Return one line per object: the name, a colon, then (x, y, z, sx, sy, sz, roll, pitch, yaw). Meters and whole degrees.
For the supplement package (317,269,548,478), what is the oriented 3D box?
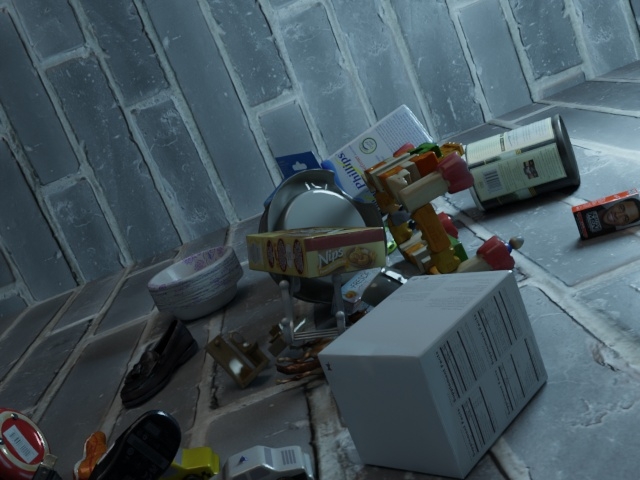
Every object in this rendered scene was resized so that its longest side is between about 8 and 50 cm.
supplement package: (0.176, 0.193, 1.208, 0.199, 0.198, 0.263, -7, 20, 46)

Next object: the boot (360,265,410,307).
boot: (0.209, 0.111, 1.532, 0.209, 0.076, 0.190, 26, 39, 27)

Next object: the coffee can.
coffee can: (0.552, -0.211, 2.189, 0.276, 0.201, 0.201, -16, 14, 23)

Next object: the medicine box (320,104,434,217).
medicine box: (0.182, -0.202, 2.245, 0.289, 0.149, 0.263, -36, -22, 5)

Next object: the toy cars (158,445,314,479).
toy cars: (-0.191, 0.381, 1.299, 0.394, 0.087, 0.176, -12, 17, 37)

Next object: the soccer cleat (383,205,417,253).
soccer cleat: (0.184, -0.006, 2.281, 0.289, 0.093, 0.121, -37, -11, -35)

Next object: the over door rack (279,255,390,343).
over door rack: (0.038, 0.103, 1.691, 0.240, 0.108, 0.324, -6, 20, 3)

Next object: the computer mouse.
computer mouse: (-0.347, 0.363, 1.239, 0.060, 0.184, 0.262, -11, 45, 55)

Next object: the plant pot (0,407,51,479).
plant pot: (-0.627, 0.427, 1.513, 0.174, 0.191, 0.191, -37, 11, 9)

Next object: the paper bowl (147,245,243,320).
paper bowl: (-0.369, 0.139, 2.406, 0.284, 0.148, 0.284, -20, 13, 5)

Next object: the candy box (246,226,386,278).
candy box: (-0.018, 0.020, 1.710, 0.183, 0.087, 0.316, -9, 6, -26)

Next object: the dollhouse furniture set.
dollhouse furniture set: (-0.136, 0.203, 1.712, 0.151, 0.123, 0.144, -46, -3, 33)

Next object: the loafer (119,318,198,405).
loafer: (-0.413, 0.297, 1.964, 0.109, 0.095, 0.302, -16, 15, 26)

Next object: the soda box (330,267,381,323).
soda box: (0.096, 0.121, 1.878, 0.058, 0.062, 0.183, 23, 35, 24)

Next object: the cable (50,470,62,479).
cable: (-0.513, 0.507, 1.452, 0.139, 0.072, 0.287, -47, 8, -18)

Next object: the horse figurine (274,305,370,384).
horse figurine: (0.001, 0.227, 1.641, 0.175, 0.066, 0.263, -18, 8, 22)

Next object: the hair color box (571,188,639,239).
hair color box: (0.632, -0.057, 1.738, 0.141, 0.071, 0.043, -18, 13, 18)

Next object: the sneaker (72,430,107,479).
sneaker: (-0.443, 0.437, 1.577, 0.068, 0.064, 0.175, -3, 17, -5)

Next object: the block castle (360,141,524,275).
block castle: (0.283, -0.078, 1.896, 0.213, 0.302, 0.453, -30, 13, -3)

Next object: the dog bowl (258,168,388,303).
dog bowl: (0.000, 0.000, 1.991, 0.349, 0.348, 0.102, -31, 3, -34)

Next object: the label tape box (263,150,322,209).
label tape box: (-0.052, -0.072, 2.293, 0.115, 0.347, 0.249, -30, 15, -26)
